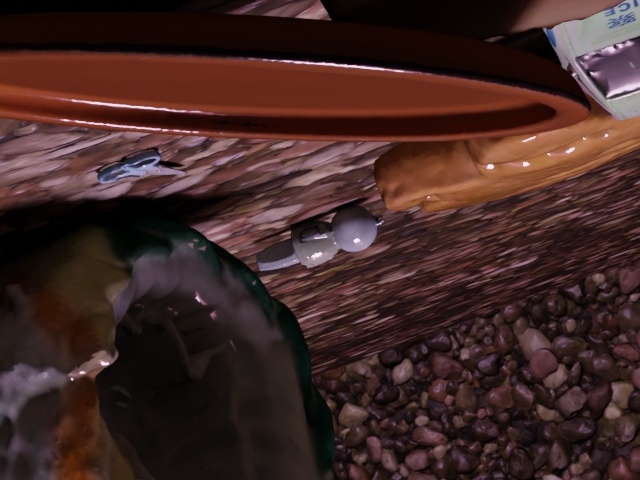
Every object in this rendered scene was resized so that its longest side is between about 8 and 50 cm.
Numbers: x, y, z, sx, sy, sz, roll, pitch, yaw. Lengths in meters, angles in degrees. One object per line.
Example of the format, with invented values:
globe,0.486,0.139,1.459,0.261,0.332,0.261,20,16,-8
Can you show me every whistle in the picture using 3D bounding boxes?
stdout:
whistle,0.000,0.000,1.442,0.100,0.035,0.035,-20,173,13

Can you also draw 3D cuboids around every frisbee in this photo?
frisbee,-0.032,-0.054,0.681,0.251,0.021,0.251,2,179,0

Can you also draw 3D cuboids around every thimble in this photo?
thimble,-0.119,0.116,1.136,0.167,0.254,0.288,-26,156,24

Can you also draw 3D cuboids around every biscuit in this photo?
biscuit,0.162,-0.070,1.207,0.275,0.052,0.355,-20,176,-7

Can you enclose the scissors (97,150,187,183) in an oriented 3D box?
scissors,-0.088,-0.038,1.038,0.036,0.006,0.083,-24,172,19

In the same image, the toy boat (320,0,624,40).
toy boat,0.060,-0.111,0.673,0.188,0.061,0.116,-14,172,-37

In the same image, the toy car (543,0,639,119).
toy car,0.151,-0.103,0.919,0.090,0.076,0.224,-20,173,10
